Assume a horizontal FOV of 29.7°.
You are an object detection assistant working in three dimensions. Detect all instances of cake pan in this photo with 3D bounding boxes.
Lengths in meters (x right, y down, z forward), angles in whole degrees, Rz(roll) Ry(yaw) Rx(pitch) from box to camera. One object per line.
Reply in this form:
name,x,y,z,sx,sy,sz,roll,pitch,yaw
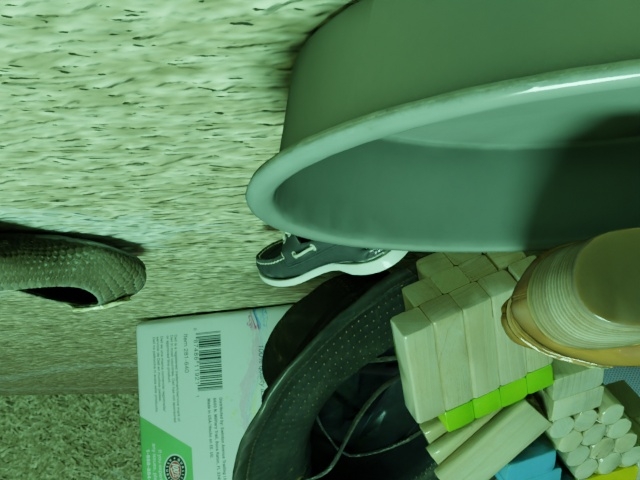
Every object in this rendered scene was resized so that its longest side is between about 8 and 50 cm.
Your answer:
cake pan,0.117,-0.045,0.453,0.293,0.054,0.293,-3,170,0

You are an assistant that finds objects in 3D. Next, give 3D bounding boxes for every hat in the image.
hat,0.032,0.122,0.987,0.331,0.331,0.134,7,-155,-45

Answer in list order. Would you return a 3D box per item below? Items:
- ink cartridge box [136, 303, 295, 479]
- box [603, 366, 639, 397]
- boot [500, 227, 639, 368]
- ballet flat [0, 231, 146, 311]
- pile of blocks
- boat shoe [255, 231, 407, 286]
ink cartridge box,-0.038,0.172,1.230,0.278,0.201,0.117,-8,170,22
box,0.359,0.144,1.190,0.183,0.232,0.059,-7,-148,28
boot,0.186,0.032,0.566,0.197,0.072,0.152,9,169,-2
ballet flat,-0.192,0.023,0.741,0.084,0.058,0.250,-7,170,24
pile of blocks,0.144,0.114,0.904,0.149,0.112,0.362,-41,131,5
boat shoe,0.000,0.000,0.727,0.125,0.038,0.046,-7,-147,51
